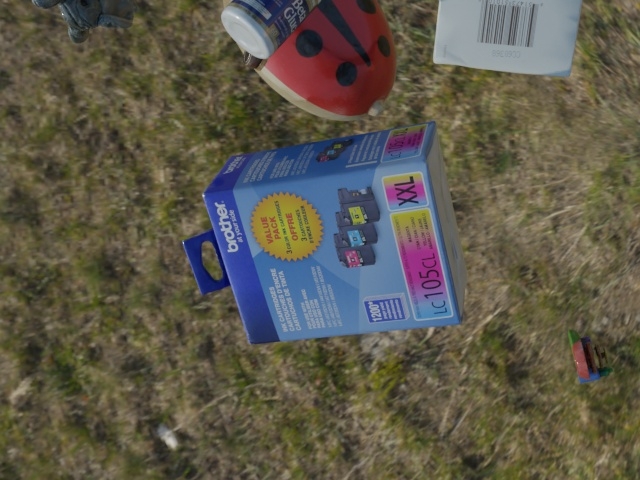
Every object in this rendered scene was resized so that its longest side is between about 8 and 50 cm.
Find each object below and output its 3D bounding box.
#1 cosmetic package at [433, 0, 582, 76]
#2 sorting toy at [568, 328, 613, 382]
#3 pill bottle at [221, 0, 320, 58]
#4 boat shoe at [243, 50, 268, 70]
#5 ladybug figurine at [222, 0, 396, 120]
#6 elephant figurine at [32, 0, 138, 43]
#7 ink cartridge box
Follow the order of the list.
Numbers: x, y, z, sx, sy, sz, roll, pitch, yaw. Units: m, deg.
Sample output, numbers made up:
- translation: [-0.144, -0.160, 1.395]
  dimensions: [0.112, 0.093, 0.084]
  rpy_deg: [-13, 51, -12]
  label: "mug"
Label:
- translation: [0.315, -0.374, 1.519]
  dimensions: [0.217, 0.385, 0.156]
  rpy_deg: [8, 109, 9]
  label: "cosmetic package"
- translation: [0.331, 0.141, 1.118]
  dimensions: [0.042, 0.102, 0.061]
  rpy_deg: [-13, 98, 13]
  label: "sorting toy"
- translation: [-0.056, -0.353, 1.326]
  dimensions: [0.094, 0.094, 0.169]
  rpy_deg: [36, 76, 18]
  label: "pill bottle"
- translation: [-0.099, -0.391, 1.539]
  dimensions: [0.073, 0.073, 0.207]
  rpy_deg: [48, 123, 58]
  label: "boat shoe"
- translation: [-0.008, -0.443, 1.858]
  dimensions: [0.305, 0.162, 0.449]
  rpy_deg: [-42, 91, -19]
  label: "ladybug figurine"
- translation: [-0.448, -0.460, 1.777]
  dimensions: [0.186, 0.239, 0.169]
  rpy_deg: [22, 145, -17]
  label: "elephant figurine"
- translation: [0.000, 0.000, 1.370]
  dimensions: [0.395, 0.151, 0.270]
  rpy_deg: [-7, 115, 19]
  label: "ink cartridge box"
